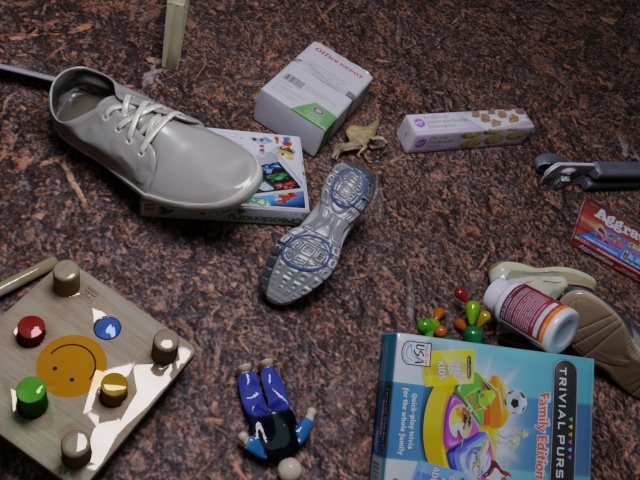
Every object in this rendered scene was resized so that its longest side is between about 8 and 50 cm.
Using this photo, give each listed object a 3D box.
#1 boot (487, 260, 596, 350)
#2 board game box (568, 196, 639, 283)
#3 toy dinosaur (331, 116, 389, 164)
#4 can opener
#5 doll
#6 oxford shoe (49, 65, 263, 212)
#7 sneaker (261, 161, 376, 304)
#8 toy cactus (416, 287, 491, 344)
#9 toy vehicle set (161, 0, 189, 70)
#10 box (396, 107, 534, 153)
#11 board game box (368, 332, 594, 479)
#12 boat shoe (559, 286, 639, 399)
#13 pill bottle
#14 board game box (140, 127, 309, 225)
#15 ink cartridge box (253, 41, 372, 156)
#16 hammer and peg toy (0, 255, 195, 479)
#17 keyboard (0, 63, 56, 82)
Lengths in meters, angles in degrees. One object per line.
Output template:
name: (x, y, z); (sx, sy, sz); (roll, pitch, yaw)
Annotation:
boot: (0.429, 0.129, 1.258); (0.213, 0.077, 0.165); (8, 53, -4)
board game box: (0.688, 0.024, 1.450); (0.281, 0.027, 0.145); (30, 51, 4)
toy dinosaur: (0.102, -0.220, 1.413); (0.092, 0.053, 0.183); (40, 54, 13)
can opener: (0.628, -0.170, 1.537); (0.283, 0.076, 0.095); (-3, 58, -21)
doll: (-0.068, 0.275, 1.012); (0.129, 0.046, 0.189); (-9, 59, -22)
oxford shoe: (-0.301, -0.178, 1.136); (0.449, 0.130, 0.169); (27, 62, 20)
sneaker: (0.000, 0.000, 1.194); (0.111, 0.129, 0.297); (36, 71, 6)
toy cactus: (0.246, 0.193, 1.150); (0.180, 0.112, 0.219); (45, 45, 3)
toy vehicle set: (-0.301, -0.518, 1.419); (0.035, 0.166, 0.267); (8, 54, -12)
box: (0.332, -0.250, 1.503); (0.324, 0.067, 0.063); (-7, 58, -23)
board game box: (0.253, 0.290, 1.026); (0.336, 0.079, 0.254); (9, 78, -12)
boat shoe: (0.539, 0.181, 1.226); (0.285, 0.103, 0.092); (41, 32, -12)
pill bottle: (0.361, 0.125, 1.149); (0.086, 0.086, 0.152); (-21, 35, -29)
board game box: (-0.181, -0.127, 1.253); (0.305, 0.053, 0.193); (4, 55, -16)
ink cartridge box: (-0.012, -0.305, 1.409); (0.160, 0.092, 0.219); (34, 52, 6)
hammer and peg toy: (-0.392, 0.144, 0.945); (0.361, 0.127, 0.266); (34, 53, 7)
keyboard: (-0.508, -0.309, 1.272); (0.256, 0.072, 0.014); (12, 97, -9)
